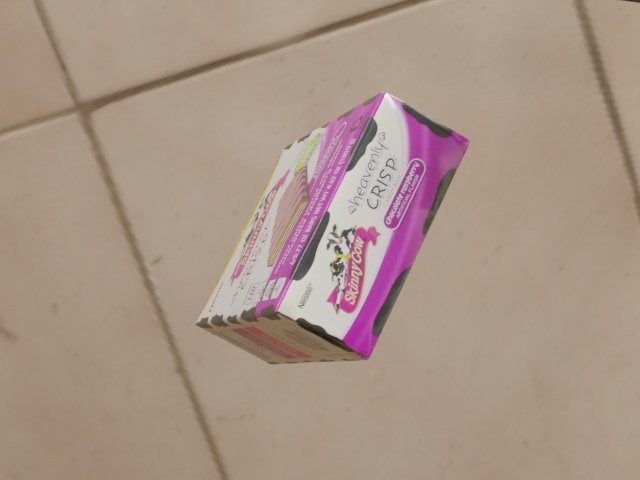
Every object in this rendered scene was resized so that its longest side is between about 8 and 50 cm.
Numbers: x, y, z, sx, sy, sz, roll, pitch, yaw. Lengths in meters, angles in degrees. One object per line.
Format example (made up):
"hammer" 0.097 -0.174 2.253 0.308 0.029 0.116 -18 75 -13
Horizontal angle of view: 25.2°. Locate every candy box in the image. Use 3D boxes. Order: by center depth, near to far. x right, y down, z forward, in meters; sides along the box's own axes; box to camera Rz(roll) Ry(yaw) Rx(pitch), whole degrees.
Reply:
"candy box" 0.000 0.000 0.984 0.071 0.233 0.159 29 77 -12

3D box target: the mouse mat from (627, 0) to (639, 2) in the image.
"mouse mat" 0.221 -0.151 0.795 0.189 0.152 0.007 9 82 2
